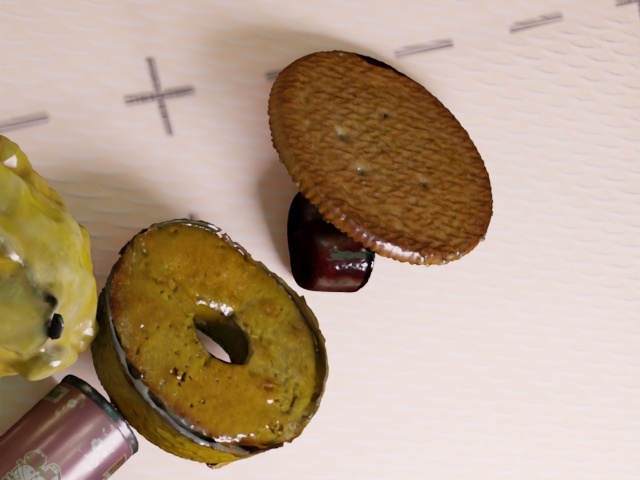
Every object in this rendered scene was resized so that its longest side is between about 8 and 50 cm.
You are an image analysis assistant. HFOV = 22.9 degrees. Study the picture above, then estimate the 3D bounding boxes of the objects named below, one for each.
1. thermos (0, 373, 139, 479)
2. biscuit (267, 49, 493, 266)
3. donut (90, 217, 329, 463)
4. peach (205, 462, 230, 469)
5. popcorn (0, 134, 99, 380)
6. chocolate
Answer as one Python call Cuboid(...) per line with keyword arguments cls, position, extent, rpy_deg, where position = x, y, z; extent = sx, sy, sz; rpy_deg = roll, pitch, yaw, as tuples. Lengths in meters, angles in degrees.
Cuboid(cls="thermos", position=(-0.342, 0.272, 1.570), extent=(0.330, 0.109, 0.136), rpy_deg=(-44, 119, -23))
Cuboid(cls="biscuit", position=(0.069, -0.093, 1.789), extent=(0.305, 0.038, 0.305), rpy_deg=(22, 43, -23))
Cuboid(cls="donut", position=(-0.126, 0.117, 1.667), extent=(0.272, 0.107, 0.272), rpy_deg=(19, 54, -28))
Cuboid(cls="peach", position=(-0.097, 0.215, 1.742), extent=(0.077, 0.050, 0.083), rpy_deg=(14, 69, -4))
Cuboid(cls="popcorn", position=(-0.341, 0.023, 1.540), extent=(0.286, 0.215, 0.252), rpy_deg=(46, 61, -22))
Cuboid(cls="chocolate", position=(0.000, 0.000, 1.791), extent=(0.080, 0.125, 0.148), rpy_deg=(2, 48, -19))
